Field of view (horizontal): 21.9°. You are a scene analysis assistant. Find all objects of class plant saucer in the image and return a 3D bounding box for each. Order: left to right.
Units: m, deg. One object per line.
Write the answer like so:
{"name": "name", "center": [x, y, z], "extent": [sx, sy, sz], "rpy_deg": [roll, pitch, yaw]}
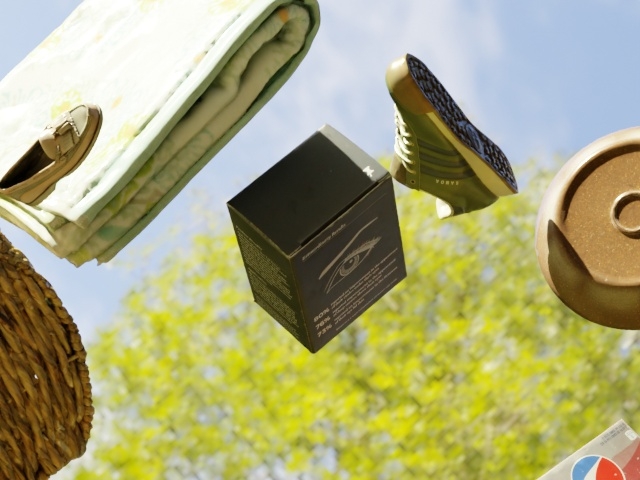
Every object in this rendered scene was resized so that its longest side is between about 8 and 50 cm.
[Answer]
{"name": "plant saucer", "center": [0.282, -0.019, 1.465], "extent": [0.198, 0.198, 0.036], "rpy_deg": [25, -10, 30]}

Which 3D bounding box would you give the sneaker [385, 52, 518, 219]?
{"name": "sneaker", "center": [0.093, -0.080, 1.449], "extent": [0.086, 0.064, 0.192], "rpy_deg": [-28, -46, 22]}

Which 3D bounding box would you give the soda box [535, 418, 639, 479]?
{"name": "soda box", "center": [0.279, 0.319, 1.902], "extent": [0.092, 0.263, 0.083], "rpy_deg": [47, -31, 23]}

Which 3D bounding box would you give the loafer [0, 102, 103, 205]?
{"name": "loafer", "center": [-0.240, -0.076, 1.461], "extent": [0.125, 0.039, 0.045], "rpy_deg": [-46, -129, 30]}

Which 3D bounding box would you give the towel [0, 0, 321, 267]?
{"name": "towel", "center": [-0.214, -0.155, 1.743], "extent": [0.320, 0.374, 0.090], "rpy_deg": [25, -24, 47]}

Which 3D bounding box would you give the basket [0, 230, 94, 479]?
{"name": "basket", "center": [-0.377, 0.097, 1.653], "extent": [0.223, 0.213, 0.299], "rpy_deg": [30, -33, 49]}

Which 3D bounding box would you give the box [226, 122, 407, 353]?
{"name": "box", "center": [0.000, 0.000, 1.819], "extent": [0.108, 0.153, 0.207], "rpy_deg": [40, -22, 30]}
